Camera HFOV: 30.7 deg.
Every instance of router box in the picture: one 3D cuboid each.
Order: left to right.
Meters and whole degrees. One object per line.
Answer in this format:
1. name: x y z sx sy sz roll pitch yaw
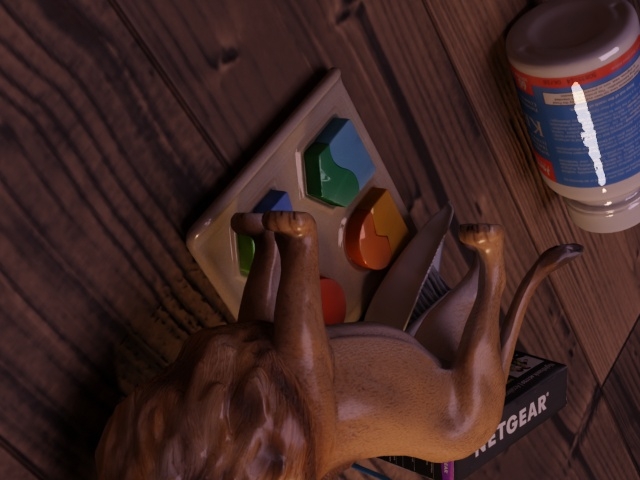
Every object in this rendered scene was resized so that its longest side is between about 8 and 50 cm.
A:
1. router box: 0.113 0.141 1.019 0.179 0.133 0.046 -22 117 -44

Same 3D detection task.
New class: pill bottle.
1. pill bottle: 0.261 -0.116 1.123 0.124 0.124 0.221 -49 133 -29

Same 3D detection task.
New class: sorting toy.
1. sorting toy: 0.000 0.000 0.916 0.193 0.038 0.208 -51 135 -27

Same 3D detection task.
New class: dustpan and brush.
1. dustpan and brush: 0.066 0.082 0.972 0.211 0.060 0.147 -43 152 -32

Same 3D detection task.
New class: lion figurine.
1. lion figurine: 0.033 0.103 0.831 0.392 0.142 0.240 2 90 -27

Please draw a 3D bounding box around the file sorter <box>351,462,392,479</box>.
1. file sorter: -0.002 0.272 0.945 0.118 0.104 0.170 -25 119 -44
